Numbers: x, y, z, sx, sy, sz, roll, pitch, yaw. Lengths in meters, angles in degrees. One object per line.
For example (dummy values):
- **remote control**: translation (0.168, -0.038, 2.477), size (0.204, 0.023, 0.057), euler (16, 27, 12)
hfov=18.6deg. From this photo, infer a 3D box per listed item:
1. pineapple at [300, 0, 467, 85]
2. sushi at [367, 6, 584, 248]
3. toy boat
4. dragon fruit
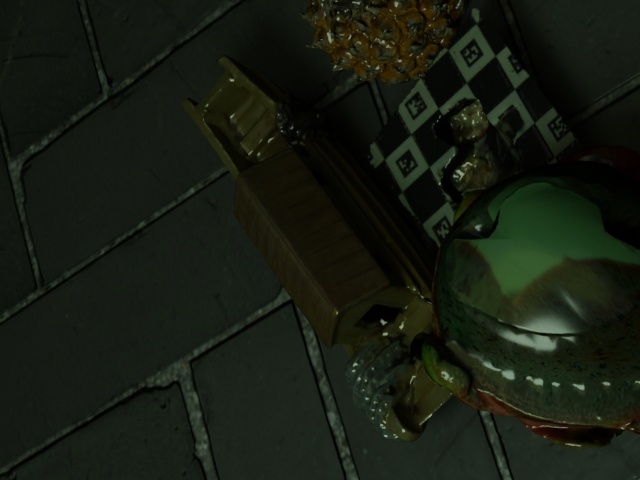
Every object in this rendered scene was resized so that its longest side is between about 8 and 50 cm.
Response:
- **pineapple**: translation (0.043, -0.240, 1.893), size (0.176, 0.137, 0.161), euler (-36, 61, 27)
- **sushi**: translation (0.158, -0.078, 1.833), size (0.193, 0.040, 0.210), euler (-52, 57, 26)
- **toy boat**: translation (0.000, 0.000, 1.866), size (0.136, 0.162, 0.445), euler (-49, 55, 24)
- **dragon fruit**: translation (0.212, 0.044, 1.656), size (0.295, 0.130, 0.268), euler (38, 85, 28)
